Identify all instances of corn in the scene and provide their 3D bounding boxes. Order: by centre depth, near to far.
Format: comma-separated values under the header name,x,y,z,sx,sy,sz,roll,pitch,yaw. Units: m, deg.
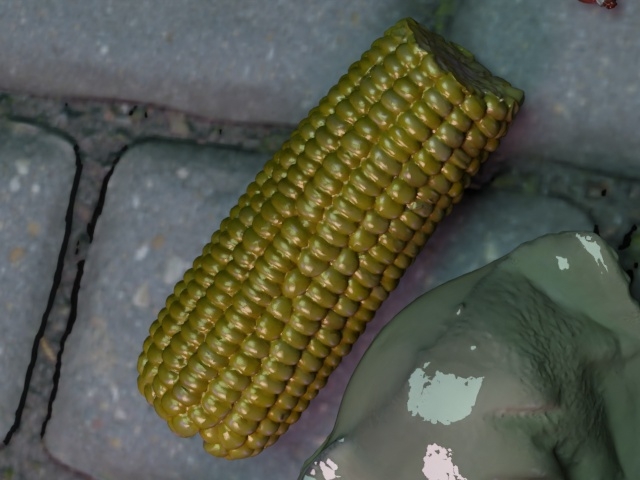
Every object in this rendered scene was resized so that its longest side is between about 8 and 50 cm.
name,x,y,z,sx,sy,sz,roll,pitch,yaw
corn,0.000,0.000,0.815,0.093,0.093,0.244,40,97,29

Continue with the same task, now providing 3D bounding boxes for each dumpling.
name,x,y,z,sx,sy,sz,roll,pitch,yaw
dumpling,0.084,0.095,0.748,0.181,0.111,0.155,-39,94,24

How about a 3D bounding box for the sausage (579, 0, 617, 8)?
name,x,y,z,sx,sy,sz,roll,pitch,yaw
sausage,0.096,-0.204,0.840,0.029,0.029,0.223,-37,64,18
